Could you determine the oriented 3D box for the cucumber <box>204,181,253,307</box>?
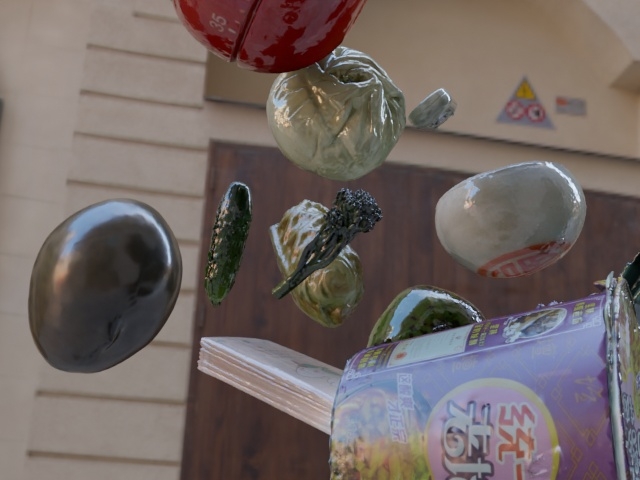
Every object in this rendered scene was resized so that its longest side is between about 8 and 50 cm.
[{"bbox_3d":[-0.164,0.007,1.681,0.069,0.227,0.069,12,-7,1],"label":"cucumber"}]

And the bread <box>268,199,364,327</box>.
[{"bbox_3d":[-0.005,0.041,1.604,0.130,0.152,0.268,-9,26,-9],"label":"bread"}]

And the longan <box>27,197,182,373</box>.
[{"bbox_3d":[-0.403,0.089,1.785,0.288,0.350,0.288,29,0,0],"label":"longan"}]

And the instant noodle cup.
[{"bbox_3d":[0.175,0.207,0.897,0.266,0.340,0.340,-7,-22,23],"label":"instant noodle cup"}]

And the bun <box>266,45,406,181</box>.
[{"bbox_3d":[0.031,-0.213,1.499,0.229,0.229,0.145,7,-37,-13],"label":"bun"}]

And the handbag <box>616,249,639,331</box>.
[{"bbox_3d":[0.578,0.090,1.610,0.238,0.326,0.089,14,22,-45],"label":"handbag"}]

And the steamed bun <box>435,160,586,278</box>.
[{"bbox_3d":[0.357,-0.024,1.756,0.283,0.177,0.283,-13,-17,-4],"label":"steamed bun"}]

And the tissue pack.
[{"bbox_3d":[-0.037,0.232,1.544,0.325,0.071,0.170,16,7,42],"label":"tissue pack"}]

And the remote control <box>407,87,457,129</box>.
[{"bbox_3d":[0.194,-0.218,1.608,0.078,0.042,0.221,-41,-5,12],"label":"remote control"}]

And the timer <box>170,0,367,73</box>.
[{"bbox_3d":[-0.046,-0.422,1.347,0.279,0.378,0.378,29,-24,-6],"label":"timer"}]

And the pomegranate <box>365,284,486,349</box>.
[{"bbox_3d":[0.231,0.263,2.120,0.285,0.285,0.341,6,-29,-8],"label":"pomegranate"}]

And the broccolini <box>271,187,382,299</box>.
[{"bbox_3d":[0.012,0.016,1.339,0.068,0.203,0.091,41,19,20],"label":"broccolini"}]
